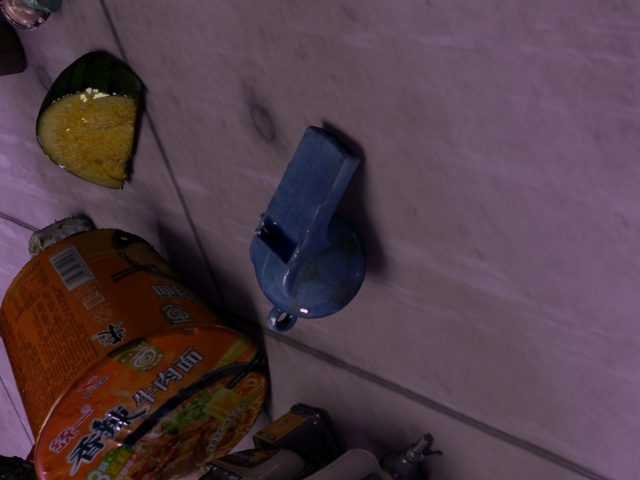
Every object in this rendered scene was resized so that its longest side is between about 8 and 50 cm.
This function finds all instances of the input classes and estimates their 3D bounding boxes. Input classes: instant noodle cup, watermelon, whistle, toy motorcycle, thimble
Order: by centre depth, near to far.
[{"bbox_3d":[0.000,0.000,1.163,0.090,0.090,0.158,40,111,37],"label":"whistle"},{"bbox_3d":[-0.010,0.211,1.317,0.091,0.157,0.263,63,158,-15],"label":"toy motorcycle"},{"bbox_3d":[-0.209,-0.124,1.469,0.092,0.075,0.181,12,152,-4],"label":"watermelon"},{"bbox_3d":[-0.191,0.112,1.493,0.182,0.230,0.230,51,156,39],"label":"instant noodle cup"},{"bbox_3d":[-0.273,0.021,1.723,0.084,0.062,0.110,47,153,30],"label":"thimble"}]

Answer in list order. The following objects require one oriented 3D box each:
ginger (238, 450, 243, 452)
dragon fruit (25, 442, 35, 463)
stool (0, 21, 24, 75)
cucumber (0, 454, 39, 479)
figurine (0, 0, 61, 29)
[{"bbox_3d":[-0.075,0.332,1.444,0.172,0.321,0.165,39,127,-1],"label":"ginger"},{"bbox_3d":[-0.213,0.182,1.738,0.126,0.161,0.274,28,152,-11],"label":"dragon fruit"},{"bbox_3d":[-0.445,-0.273,1.523,0.310,0.226,0.310,50,156,22],"label":"stool"},{"bbox_3d":[-0.223,0.337,1.746,0.359,0.096,0.096,26,156,-6],"label":"cucumber"},{"bbox_3d":[-0.261,-0.225,1.434,0.060,0.047,0.106,51,155,-12],"label":"figurine"}]
